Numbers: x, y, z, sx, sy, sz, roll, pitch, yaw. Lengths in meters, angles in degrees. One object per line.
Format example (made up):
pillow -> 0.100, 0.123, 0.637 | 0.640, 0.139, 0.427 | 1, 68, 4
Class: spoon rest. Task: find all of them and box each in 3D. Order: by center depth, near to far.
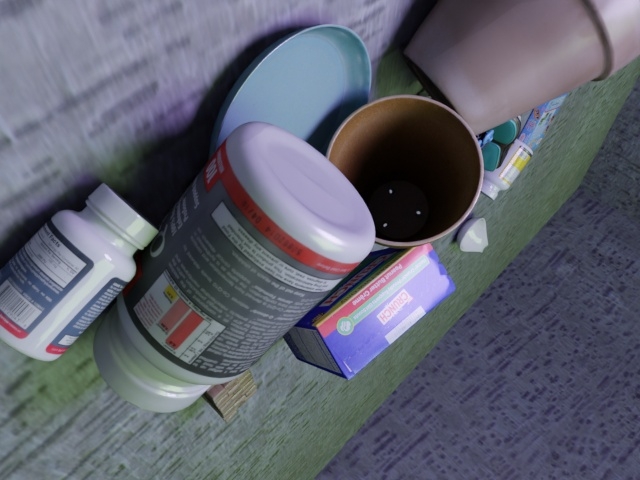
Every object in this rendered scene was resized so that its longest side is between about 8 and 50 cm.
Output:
spoon rest -> 0.563, -0.008, 1.996 | 0.137, 0.084, 0.276 | -54, 156, 4

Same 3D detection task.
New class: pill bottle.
pill bottle -> -0.268, 0.030, 0.596 | 0.180, 0.108, 0.108 | -48, 155, -8
pill bottle -> -0.122, 0.049, 0.690 | 0.363, 0.210, 0.210 | -46, 159, 24
pill bottle -> 0.555, -0.220, 1.674 | 0.184, 0.103, 0.103 | -55, 155, 9

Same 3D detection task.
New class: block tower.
block tower -> -0.195, 0.225, 1.003 | 0.097, 0.091, 0.336 | -40, 153, -23

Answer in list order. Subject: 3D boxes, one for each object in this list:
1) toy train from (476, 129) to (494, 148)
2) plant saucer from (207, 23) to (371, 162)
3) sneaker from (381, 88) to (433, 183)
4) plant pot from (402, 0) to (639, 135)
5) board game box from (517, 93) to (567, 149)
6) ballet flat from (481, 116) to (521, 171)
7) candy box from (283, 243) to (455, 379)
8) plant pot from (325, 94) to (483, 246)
toy train -> 0.357, -0.227, 1.365 | 0.184, 0.080, 0.105 | -43, 163, -23
plant saucer -> -0.045, -0.164, 0.796 | 0.317, 0.043, 0.318 | -39, 152, -25
sneaker -> 0.227, -0.208, 1.078 | 0.293, 0.146, 0.102 | -48, 155, -9
plant pot -> 0.304, -0.333, 0.907 | 0.280, 0.323, 0.323 | -40, 158, 13
board game box -> 0.727, -0.390, 1.818 | 0.160, 0.039, 0.212 | -26, 144, -44
ballet flat -> 0.492, -0.294, 1.497 | 0.096, 0.095, 0.280 | -56, 167, -15
candy box -> 0.070, 0.130, 1.089 | 0.268, 0.122, 0.317 | -35, -173, -19
plant pot -> 0.138, -0.085, 0.938 | 0.237, 0.237, 0.254 | -50, 168, -4
